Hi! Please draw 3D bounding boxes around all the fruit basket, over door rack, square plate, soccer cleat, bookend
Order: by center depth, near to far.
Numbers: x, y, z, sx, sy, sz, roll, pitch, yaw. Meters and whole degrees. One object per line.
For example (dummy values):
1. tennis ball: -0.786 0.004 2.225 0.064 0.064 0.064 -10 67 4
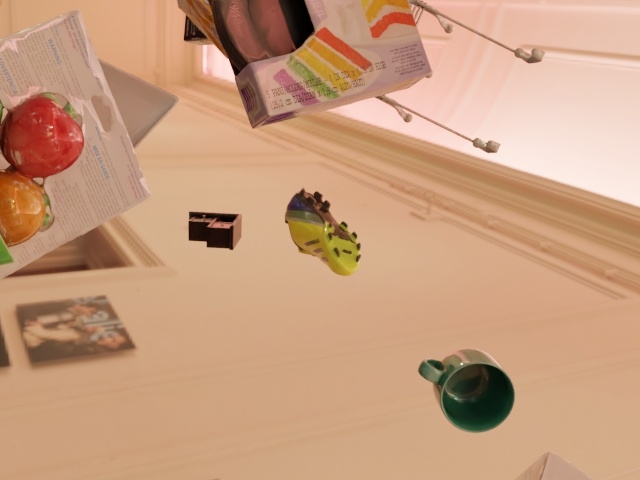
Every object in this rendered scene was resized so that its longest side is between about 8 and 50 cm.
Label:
1. fruit basket: -0.453 -0.120 1.052 0.165 0.353 0.327 25 -39 41
2. square plate: -0.536 -0.246 1.554 0.344 0.347 0.049 27 -26 11
3. over door rack: 0.278 -0.353 1.581 0.108 0.324 0.239 -25 140 -86
4. soccer cleat: 0.001 0.000 1.588 0.121 0.093 0.289 -60 -142 23
5. bookend: -0.310 -0.029 2.056 0.156 0.157 0.072 -77 170 -76

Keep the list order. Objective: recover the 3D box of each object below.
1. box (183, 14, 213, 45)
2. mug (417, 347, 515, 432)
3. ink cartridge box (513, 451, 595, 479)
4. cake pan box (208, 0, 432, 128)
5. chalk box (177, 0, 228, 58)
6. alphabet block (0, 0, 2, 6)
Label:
1. box: -0.230 -0.559 1.640 0.175 0.051 0.220 8 -86 43
2. mug: 0.254 0.243 1.262 0.157 0.129 0.097 59 3 -12
3. ink cartridge box: 0.378 0.509 1.218 0.197 0.114 0.273 34 -51 8
4. cake pan box: -0.012 -0.290 0.920 0.070 0.267 0.245 -18 -89 63
5. chalk box: -0.123 -0.437 1.216 0.132 0.213 0.132 45 -8 -1
6. alphabet block: -0.725 -0.448 1.372 0.197 0.192 0.193 7 -105 67
